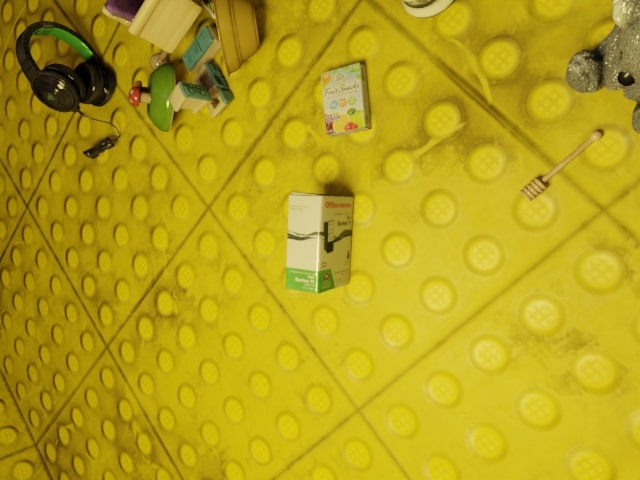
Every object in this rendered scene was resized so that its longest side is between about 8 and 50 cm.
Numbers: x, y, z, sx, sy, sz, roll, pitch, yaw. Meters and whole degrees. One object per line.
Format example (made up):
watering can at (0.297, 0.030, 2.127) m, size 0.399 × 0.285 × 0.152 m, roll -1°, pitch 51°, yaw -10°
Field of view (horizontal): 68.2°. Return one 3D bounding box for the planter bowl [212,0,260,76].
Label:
planter bowl at (-0.197, -0.513, 1.139) m, size 0.091 × 0.217 × 0.216 m, roll -8°, pitch 89°, yaw -5°

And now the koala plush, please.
koala plush at (0.491, -0.291, 0.686) m, size 0.196 × 0.221 × 0.203 m, roll 46°, pitch 114°, yaw 21°

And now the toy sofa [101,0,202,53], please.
toy sofa at (-0.433, -0.661, 1.186) m, size 0.150 × 0.177 × 0.362 m, roll -40°, pitch 51°, yaw 27°

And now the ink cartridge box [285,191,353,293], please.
ink cartridge box at (0.000, 0.000, 1.043) m, size 0.087 × 0.153 × 0.208 m, roll 6°, pitch 97°, yaw 30°

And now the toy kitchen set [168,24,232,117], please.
toy kitchen set at (-0.314, -0.435, 1.192) m, size 0.122 × 0.166 × 0.207 m, roll -37°, pitch 74°, yaw 33°

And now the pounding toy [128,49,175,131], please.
pounding toy at (-0.461, -0.419, 1.278) m, size 0.183 × 0.110 × 0.236 m, roll -9°, pitch 81°, yaw 63°

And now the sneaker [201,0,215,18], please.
sneaker at (-0.283, -0.617, 1.250) m, size 0.035 × 0.031 × 0.083 m, roll -39°, pitch 77°, yaw 13°

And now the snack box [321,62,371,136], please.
snack box at (0.056, -0.311, 1.056) m, size 0.100 × 0.037 × 0.141 m, roll -4°, pitch 91°, yaw 30°

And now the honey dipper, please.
honey dipper at (0.432, -0.134, 0.847) m, size 0.161 × 0.031 × 0.030 m, roll -44°, pitch 71°, yaw 21°

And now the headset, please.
headset at (-0.752, -0.451, 1.433) m, size 0.185 × 0.243 × 0.393 m, roll -21°, pitch 102°, yaw 32°

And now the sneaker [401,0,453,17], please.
sneaker at (0.169, -0.665, 0.836) m, size 0.169 × 0.258 × 0.446 m, roll 2°, pitch 94°, yaw 31°
